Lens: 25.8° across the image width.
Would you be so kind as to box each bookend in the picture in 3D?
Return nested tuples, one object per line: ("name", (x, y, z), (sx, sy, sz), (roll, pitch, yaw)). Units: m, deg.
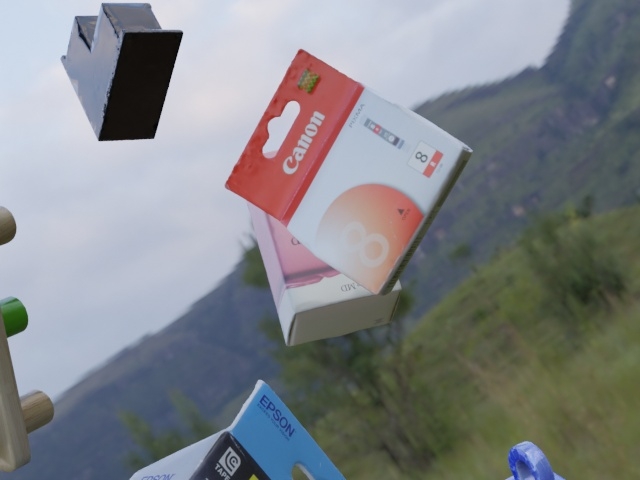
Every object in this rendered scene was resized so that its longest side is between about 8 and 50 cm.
("bookend", (-0.235, -0.224, 1.627), (0.072, 0.157, 0.156), (-5, -44, -29))

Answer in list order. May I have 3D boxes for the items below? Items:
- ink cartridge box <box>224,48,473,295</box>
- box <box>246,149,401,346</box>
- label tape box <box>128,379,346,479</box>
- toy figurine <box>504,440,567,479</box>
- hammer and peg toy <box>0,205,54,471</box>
("ink cartridge box", (0.017, -0.061, 1.179), (0.145, 0.179, 0.045), (-60, -12, 11))
("box", (0.000, 0.000, 1.834), (0.148, 0.232, 0.127), (-13, -23, -11))
("label tape box", (-0.099, 0.337, 1.274), (0.115, 0.249, 0.348), (-17, 27, 45))
("toy figurine", (0.176, 0.206, 0.930), (0.191, 0.217, 0.362), (-31, 19, -14))
("hammer and peg toy", (-0.396, 0.031, 1.302), (0.266, 0.361, 0.127), (2, 18, 37))
